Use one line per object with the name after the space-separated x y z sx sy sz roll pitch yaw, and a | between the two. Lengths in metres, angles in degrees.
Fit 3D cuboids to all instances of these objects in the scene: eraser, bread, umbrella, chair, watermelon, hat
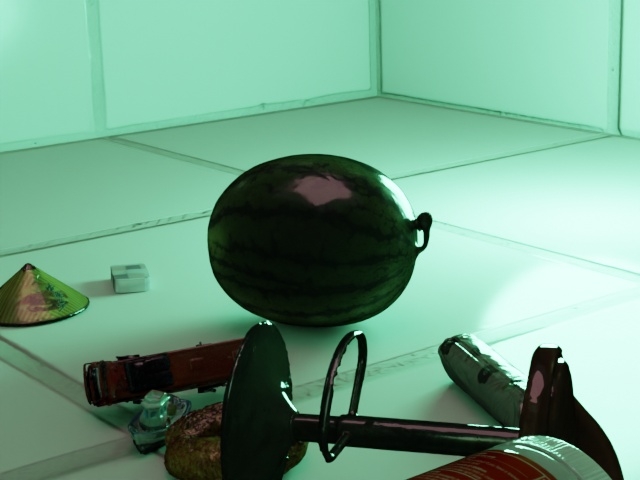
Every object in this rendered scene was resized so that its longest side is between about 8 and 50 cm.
-0.337 0.066 2.415 0.065 0.026 0.105 -2 14 -11 | eraser
-0.103 0.241 1.653 0.193 0.064 0.193 -5 16 1 | bread
0.238 0.196 1.757 0.067 0.073 0.337 -37 21 -5 | umbrella
0.118 0.208 1.430 0.401 0.226 0.226 3 16 16 | chair
0.000 0.000 2.141 0.359 0.279 0.279 4 16 15 | watermelon
-0.486 0.078 2.282 0.193 0.082 0.193 -3 15 1 | hat

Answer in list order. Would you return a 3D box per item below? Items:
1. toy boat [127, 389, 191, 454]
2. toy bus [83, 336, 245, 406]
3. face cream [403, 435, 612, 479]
-0.206 0.221 1.731 0.059 0.066 0.140 6 17 16 | toy boat
-0.196 0.174 1.833 0.235 0.073 0.096 -9 -10 -20 | toy bus
0.145 0.286 1.173 0.187 0.201 0.201 -13 18 -37 | face cream
